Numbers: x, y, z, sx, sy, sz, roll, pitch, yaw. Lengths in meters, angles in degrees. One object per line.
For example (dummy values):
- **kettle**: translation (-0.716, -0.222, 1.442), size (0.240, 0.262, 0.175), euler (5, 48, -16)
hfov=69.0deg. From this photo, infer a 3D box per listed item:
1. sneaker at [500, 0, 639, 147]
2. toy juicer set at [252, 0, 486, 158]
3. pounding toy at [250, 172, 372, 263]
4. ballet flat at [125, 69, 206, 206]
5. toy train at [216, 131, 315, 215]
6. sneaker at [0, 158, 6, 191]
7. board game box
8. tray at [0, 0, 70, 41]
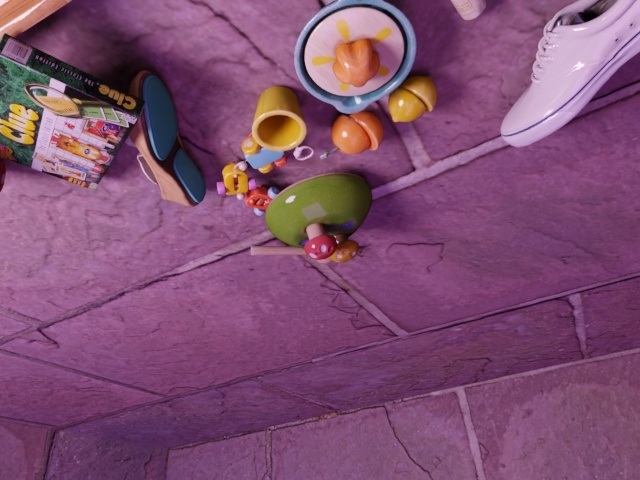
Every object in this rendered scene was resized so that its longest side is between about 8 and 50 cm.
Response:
- **sneaker**: translation (0.297, -0.223, 0.550), size (0.091, 0.094, 0.258), euler (27, 134, -13)
- **toy juicer set**: translation (0.071, -0.202, 0.533), size (0.209, 0.089, 0.329), euler (14, 142, -26)
- **pounding toy**: translation (0.000, 0.000, 0.776), size (0.183, 0.110, 0.237), euler (-3, 151, -27)
- **ballet flat**: translation (-0.223, -0.123, 0.627), size (0.073, 0.080, 0.232), euler (6, 146, 10)
- **toy train**: translation (-0.087, -0.106, 0.701), size (0.125, 0.046, 0.166), euler (5, 144, -35)
- **sneaker**: translation (-0.509, -0.087, 0.554), size (0.128, 0.086, 0.221), euler (14, -179, 2)
- **board game box**: translation (-0.315, -0.134, 0.563), size (0.136, 0.030, 0.260), euler (24, 155, -28)
- **tray**: translation (-0.451, -0.234, 0.428), size (0.411, 0.076, 0.203), euler (-19, 144, 18)
